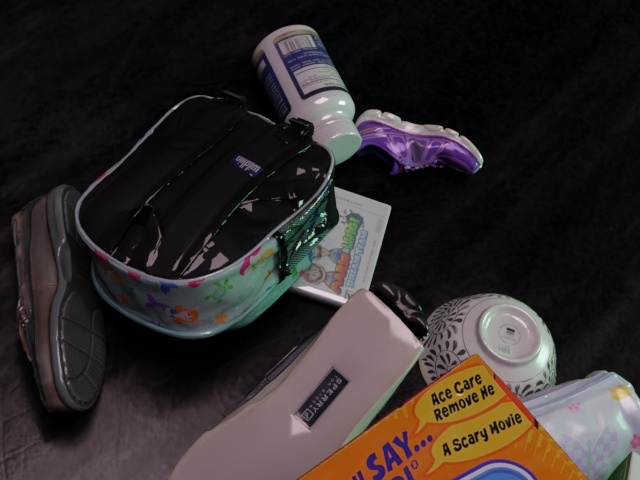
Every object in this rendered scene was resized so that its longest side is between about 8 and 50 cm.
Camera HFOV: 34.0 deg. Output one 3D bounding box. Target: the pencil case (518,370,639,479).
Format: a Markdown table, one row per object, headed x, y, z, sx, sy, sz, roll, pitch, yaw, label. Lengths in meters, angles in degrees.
| x | y | z | sx | sy | sz | roll | pitch | yaw | label |
| --- | --- | --- | --- | --- | --- | --- | --- | --- | --- |
| 0.213 | 0.219 | 1.109 | 0.273 | 0.113 | 0.124 | -10 | 100 | -23 | pencil case |

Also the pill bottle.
| x | y | z | sx | sy | sz | roll | pitch | yaw | label |
| --- | --- | --- | --- | --- | --- | --- | --- | --- | --- |
| -0.014 | -0.179 | 1.313 | 0.094 | 0.094 | 0.169 | -15 | 64 | -22 | pill bottle |

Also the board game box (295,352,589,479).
| x | y | z | sx | sy | sz | roll | pitch | yaw | label |
| --- | --- | --- | --- | --- | --- | --- | --- | --- | --- |
| 0.061 | 0.384 | 0.833 | 0.356 | 0.356 | 0.356 | -30 | 70 | -28 | board game box |

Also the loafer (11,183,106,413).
| x | y | z | sx | sy | sz | roll | pitch | yaw | label |
| --- | --- | --- | --- | --- | --- | --- | --- | --- | --- |
| -0.286 | 0.067 | 1.114 | 0.084 | 0.096 | 0.267 | -19 | 56 | 14 | loafer |

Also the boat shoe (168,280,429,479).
| x | y | z | sx | sy | sz | roll | pitch | yaw | label |
| --- | --- | --- | --- | --- | --- | --- | --- | --- | --- |
| -0.018 | 0.191 | 1.085 | 0.340 | 0.158 | 0.127 | -43 | 80 | -2 | boat shoe |

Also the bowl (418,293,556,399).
| x | y | z | sx | sy | sz | roll | pitch | yaw | label |
| --- | --- | --- | --- | --- | --- | --- | --- | --- | --- |
| 0.203 | 0.121 | 1.194 | 0.170 | 0.080 | 0.170 | 6 | 58 | -10 | bowl |

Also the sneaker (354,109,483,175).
| x | y | z | sx | sy | sz | roll | pitch | yaw | label |
| --- | --- | --- | --- | --- | --- | --- | --- | --- | --- |
| 0.121 | -0.109 | 1.335 | 0.170 | 0.068 | 0.071 | 15 | 72 | 5 | sneaker |

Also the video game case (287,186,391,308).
| x | y | z | sx | sy | sz | roll | pitch | yaw | label |
| --- | --- | --- | --- | --- | --- | --- | --- | --- | --- |
| 0.000 | 0.000 | 1.252 | 0.143 | 0.019 | 0.157 | 19 | 57 | -2 | video game case |

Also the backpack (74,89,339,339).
| x | y | z | sx | sy | sz | roll | pitch | yaw | label |
| --- | --- | --- | --- | --- | --- | --- | --- | --- | --- |
| -0.127 | -0.014 | 1.118 | 0.225 | 0.191 | 0.253 | 26 | 48 | 22 | backpack |

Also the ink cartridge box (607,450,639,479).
| x | y | z | sx | sy | sz | roll | pitch | yaw | label |
| --- | --- | --- | --- | --- | --- | --- | --- | --- | --- |
| 0.381 | 0.311 | 1.039 | 0.209 | 0.062 | 0.109 | 29 | 33 | 7 | ink cartridge box |
